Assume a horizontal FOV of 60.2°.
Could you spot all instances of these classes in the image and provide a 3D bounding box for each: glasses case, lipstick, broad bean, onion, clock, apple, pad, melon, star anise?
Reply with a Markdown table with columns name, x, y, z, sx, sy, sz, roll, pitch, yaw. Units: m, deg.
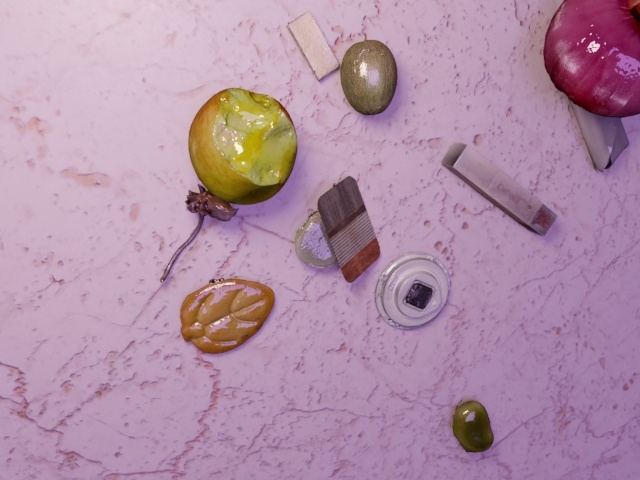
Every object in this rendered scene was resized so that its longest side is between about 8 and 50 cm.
| name | x | y | z | sx | sy | sz | roll | pitch | yaw |
| --- | --- | --- | --- | --- | --- | --- | --- | --- | --- |
| glasses case | 0.791 | -0.346 | 1.557 | 0.128 | 0.083 | 0.308 | -35 | 112 | -4 |
| lipstick | 0.500 | -0.139 | 1.534 | 0.371 | 0.080 | 0.076 | 31 | 95 | -22 |
| broad bean | 0.478 | 0.589 | 1.735 | 0.124 | 0.082 | 0.175 | -29 | 101 | -7 |
| onion | 0.747 | -0.482 | 1.359 | 0.357 | 0.345 | 0.359 | 0 | 96 | -4 |
| clock | 0.269 | 0.151 | 1.563 | 0.236 | 0.053 | 0.237 | -4 | 105 | -15 |
| apple | -0.167 | -0.200 | 1.229 | 0.246 | 0.246 | 0.227 | -6 | 70 | -14 |
| pad | 0.049 | 0.009 | 1.369 | 0.055 | 0.323 | 0.250 | -10 | 113 | 28 |
| melon | 0.115 | -0.398 | 1.322 | 0.139 | 0.139 | 0.193 | -10 | 105 | -13 |
| star anise | -0.287 | -0.015 | 1.341 | 0.218 | 0.148 | 0.228 | -28 | 145 | -41 |

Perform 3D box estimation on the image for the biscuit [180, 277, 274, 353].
| name | x | y | z | sx | sy | sz | roll | pitch | yaw |
| --- | --- | --- | --- | --- | --- | --- | --- | --- | --- |
| biscuit | -0.239 | 0.191 | 1.434 | 0.259 | 0.041 | 0.203 | -24 | 110 | -7 |

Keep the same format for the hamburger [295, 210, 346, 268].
| name | x | y | z | sx | sy | sz | roll | pitch | yaw |
| --- | --- | --- | --- | --- | --- | --- | --- | --- | --- |
| hamburger | 0.000 | 0.000 | 1.439 | 0.133 | 0.062 | 0.140 | 26 | 98 | -18 |

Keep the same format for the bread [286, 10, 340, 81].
| name | x | y | z | sx | sy | sz | roll | pitch | yaw |
| --- | --- | --- | --- | --- | --- | --- | --- | --- | --- |
| bread | -0.017 | -0.466 | 1.323 | 0.068 | 0.028 | 0.154 | -35 | 110 | -4 |
